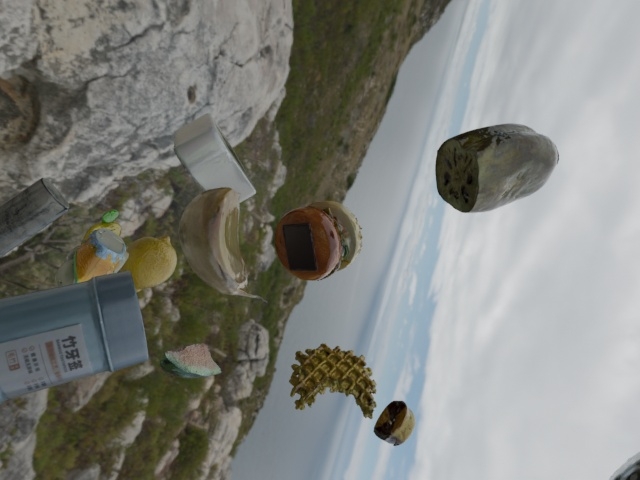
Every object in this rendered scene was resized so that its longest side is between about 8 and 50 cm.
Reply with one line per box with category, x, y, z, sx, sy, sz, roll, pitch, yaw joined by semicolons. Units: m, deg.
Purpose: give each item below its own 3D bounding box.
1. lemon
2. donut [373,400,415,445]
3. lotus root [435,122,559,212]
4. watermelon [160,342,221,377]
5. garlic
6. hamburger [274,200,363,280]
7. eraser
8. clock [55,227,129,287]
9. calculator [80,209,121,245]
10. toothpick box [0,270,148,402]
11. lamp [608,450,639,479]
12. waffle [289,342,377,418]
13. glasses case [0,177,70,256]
lemon;-0.642;0.084;1.533;0.244;0.186;0.187;-58;165;-14
donut;0.220;0.539;1.207;0.140;0.059;0.140;-49;-174;6
lotus root;0.539;-0.226;1.238;0.250;0.345;0.251;164;-90;-77
watermelon;-0.322;0.290;0.964;0.155;0.101;0.080;32;43;-70
garlic;-0.254;0.023;1.086;0.196;0.151;0.339;-12;86;-38
hamburger;0.000;0.000;1.443;0.225;0.290;0.291;-17;125;-51
eraser;-0.361;-0.274;1.354;0.149;0.331;0.331;-30;166;1
clock;-0.514;0.055;0.918;0.144;0.103;0.231;-51;-156;-2
calculator;-0.661;0.015;1.226;0.235;0.032;0.146;-61;177;12
toothpick box;-0.261;0.094;0.407;0.153;0.101;0.101;-12;129;-27
lamp;0.233;0.228;0.150;0.314;0.181;0.182;-74;173;-57
waffle;0.046;0.442;1.337;0.260;0.292;0.069;-92;-166;-54
glasses case;-0.870;-0.048;1.159;0.299;0.114;0.060;-34;-168;-2
